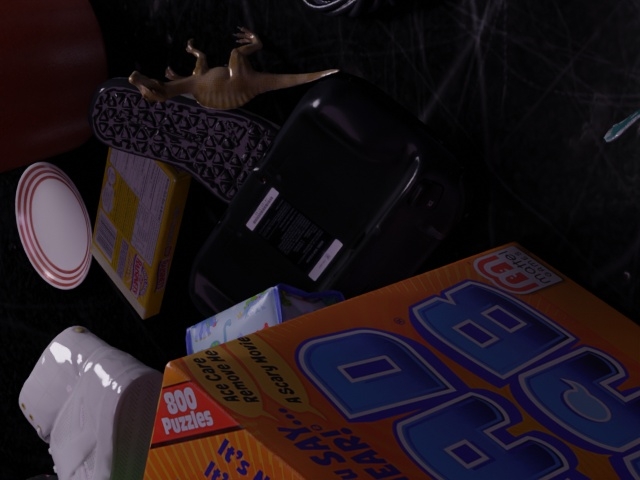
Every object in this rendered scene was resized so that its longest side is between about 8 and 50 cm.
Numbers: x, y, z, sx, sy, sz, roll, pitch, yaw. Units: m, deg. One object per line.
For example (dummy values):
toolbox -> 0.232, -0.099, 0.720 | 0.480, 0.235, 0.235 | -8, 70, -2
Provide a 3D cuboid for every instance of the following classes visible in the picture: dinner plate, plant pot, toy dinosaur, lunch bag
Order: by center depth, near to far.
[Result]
lunch bag -> -0.035, 0.127, 1.292 | 0.129, 0.096, 0.151 | -29, 61, 43
toy dinosaur -> -0.073, -0.142, 1.376 | 0.093, 0.183, 0.053 | -91, -3, -52
plant pot -> -0.374, -0.164, 1.554 | 0.272, 0.265, 0.272 | 17, 113, 43
dinner plate -> -0.284, -0.017, 1.690 | 0.141, 0.017, 0.141 | 18, 115, 44

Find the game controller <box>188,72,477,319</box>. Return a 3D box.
game controller -> 0.000, 0.000, 1.333 | 0.166, 0.067, 0.319 | 45, 132, 8

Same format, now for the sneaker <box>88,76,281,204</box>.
sneaker -> -0.099, -0.097, 1.423 | 0.234, 0.097, 0.084 | 26, 105, 12

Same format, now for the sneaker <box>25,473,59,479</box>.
sneaker -> -0.285, 0.354, 1.782 | 0.178, 0.072, 0.077 | 57, 147, 30

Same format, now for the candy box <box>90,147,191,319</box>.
candy box -> -0.180, -0.025, 1.544 | 0.105, 0.027, 0.206 | 47, 141, 25

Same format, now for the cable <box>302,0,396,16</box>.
cable -> 0.003, -0.257, 1.279 | 0.184, 0.047, 0.150 | 57, 136, 17

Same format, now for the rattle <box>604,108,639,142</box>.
rattle -> 0.273, -0.127, 1.016 | 0.199, 0.130, 0.143 | 174, 93, -74

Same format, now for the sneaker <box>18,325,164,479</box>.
sneaker -> -0.253, 0.238, 1.681 | 0.169, 0.108, 0.293 | 29, 113, 40

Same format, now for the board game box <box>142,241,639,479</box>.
board game box -> 0.107, 0.272, 1.101 | 0.356, 0.356, 0.356 | 37, 127, 34
